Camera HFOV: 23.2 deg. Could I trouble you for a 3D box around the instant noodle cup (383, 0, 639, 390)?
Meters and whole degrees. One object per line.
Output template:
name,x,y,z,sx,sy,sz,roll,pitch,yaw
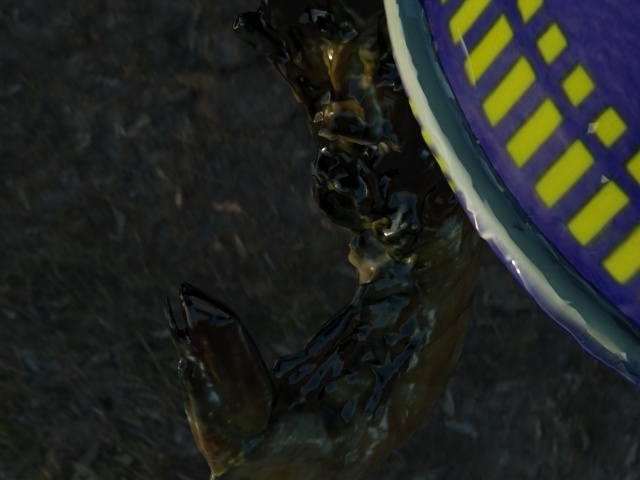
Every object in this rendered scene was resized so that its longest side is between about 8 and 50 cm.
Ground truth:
instant noodle cup,0.191,-0.125,0.322,0.284,0.312,0.284,9,60,-16

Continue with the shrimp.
shrimp,0.000,0.000,0.766,0.071,0.365,0.233,23,64,31
